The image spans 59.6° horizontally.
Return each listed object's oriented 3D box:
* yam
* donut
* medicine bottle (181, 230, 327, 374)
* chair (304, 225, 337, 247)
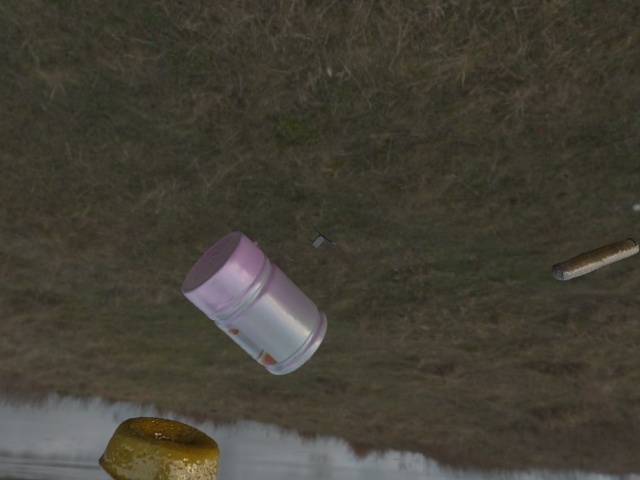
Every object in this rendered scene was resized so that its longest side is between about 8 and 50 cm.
[{"bbox_3d":[0.630,0.044,1.283,0.264,0.046,0.046,-15,164,-24],"label":"yam"},{"bbox_3d":[-0.361,0.497,1.300,0.278,0.108,0.277,18,174,2],"label":"donut"},{"bbox_3d":[-0.154,0.152,1.341,0.202,0.202,0.316,-21,120,43],"label":"medicine bottle"},{"bbox_3d":[-0.001,0.002,1.476,0.086,0.042,0.037,36,178,30],"label":"chair"}]
